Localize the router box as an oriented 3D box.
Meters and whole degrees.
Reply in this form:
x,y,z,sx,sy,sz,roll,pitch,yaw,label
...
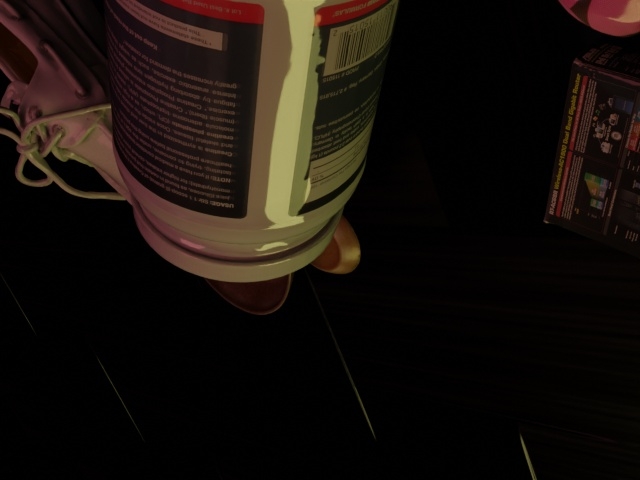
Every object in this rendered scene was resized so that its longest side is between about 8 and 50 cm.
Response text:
x,y,z,sx,sy,sz,roll,pitch,yaw,label
0.194,-0.051,0.494,0.092,0.038,0.122,25,137,29,router box

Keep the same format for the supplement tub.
x,y,z,sx,sy,sz,roll,pitch,yaw,label
-0.051,-0.121,0.561,0.191,0.191,0.272,34,140,21,supplement tub

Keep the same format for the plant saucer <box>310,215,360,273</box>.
x,y,z,sx,sy,sz,roll,pitch,yaw,label
0.000,0.000,0.760,0.083,0.015,0.083,27,138,28,plant saucer

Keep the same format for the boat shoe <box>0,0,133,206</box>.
x,y,z,sx,sy,sz,roll,pitch,yaw,label
-0.244,-0.124,0.754,0.367,0.156,0.136,55,146,7,boat shoe

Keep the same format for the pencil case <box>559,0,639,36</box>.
x,y,z,sx,sy,sz,roll,pitch,yaw,label
0.188,-0.177,0.353,0.209,0.095,0.098,-29,83,51,pencil case

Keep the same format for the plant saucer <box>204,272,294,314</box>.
x,y,z,sx,sy,sz,roll,pitch,yaw,label
-0.086,-0.021,0.800,0.199,0.036,0.198,32,137,35,plant saucer
